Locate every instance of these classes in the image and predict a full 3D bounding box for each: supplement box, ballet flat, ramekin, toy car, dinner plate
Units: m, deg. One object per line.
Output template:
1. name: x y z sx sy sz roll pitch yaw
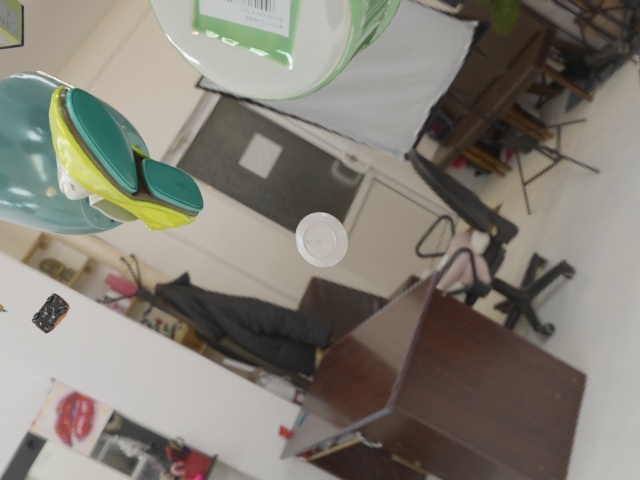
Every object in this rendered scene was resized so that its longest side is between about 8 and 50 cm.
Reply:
1. supplement box: -0.419 -0.273 0.883 0.083 0.083 0.056 52 -147 -78
2. ballet flat: -0.187 -0.057 0.654 0.077 0.077 0.231 -20 -21 12
3. ramekin: -0.061 -0.316 0.865 0.303 0.303 0.148 -53 6 46
4. toy car: -0.432 0.095 1.089 0.040 0.122 0.060 48 -117 -82
5. dinner plate: 0.000 0.000 1.819 0.141 0.141 0.017 -58 -12 23

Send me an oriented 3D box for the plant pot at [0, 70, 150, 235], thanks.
1. plant pot: -0.461 -0.142 1.343 0.293 0.235 0.293 -47 -33 -43
